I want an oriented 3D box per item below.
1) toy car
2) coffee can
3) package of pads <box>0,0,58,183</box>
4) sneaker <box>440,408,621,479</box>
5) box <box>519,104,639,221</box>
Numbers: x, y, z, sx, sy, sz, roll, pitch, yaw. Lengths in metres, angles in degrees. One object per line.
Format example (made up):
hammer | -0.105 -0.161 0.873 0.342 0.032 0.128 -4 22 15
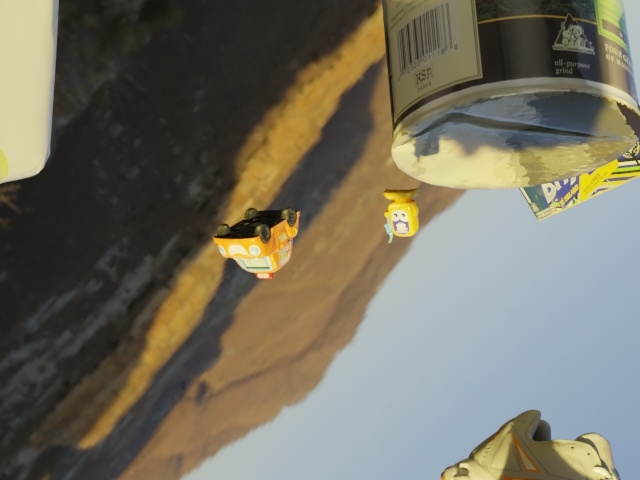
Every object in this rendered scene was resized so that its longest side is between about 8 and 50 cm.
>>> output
toy car | 0.000 0.000 0.713 0.122 0.040 0.060 -5 -162 14
coffee can | 0.149 -0.204 0.975 0.201 0.201 0.275 131 -41 -66
package of pads | -0.227 -0.164 0.571 0.229 0.101 0.296 -20 120 -62
sneaker | 0.209 0.215 0.926 0.121 0.099 0.262 -47 -142 -7
box | 0.261 -0.076 1.092 0.059 0.054 0.169 -33 -178 -38
